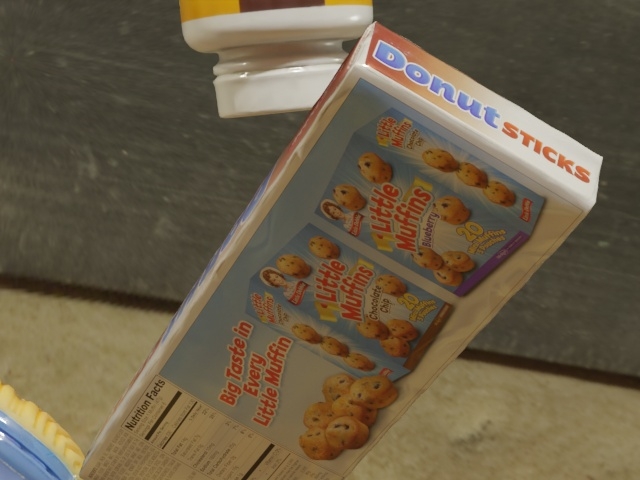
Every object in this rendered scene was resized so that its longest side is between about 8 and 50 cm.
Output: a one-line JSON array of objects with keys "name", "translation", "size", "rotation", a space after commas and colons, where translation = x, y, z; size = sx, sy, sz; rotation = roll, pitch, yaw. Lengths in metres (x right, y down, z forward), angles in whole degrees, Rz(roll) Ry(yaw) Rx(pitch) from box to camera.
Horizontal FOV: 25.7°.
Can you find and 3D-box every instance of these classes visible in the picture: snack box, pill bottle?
[{"name": "snack box", "translation": [-0.004, 0.026, 0.371], "size": [0.064, 0.022, 0.178], "rotation": [30, 131, -7]}, {"name": "pill bottle", "translation": [-0.031, -0.185, 0.847], "size": [0.117, 0.117, 0.215], "rotation": [-7, 96, -11]}]

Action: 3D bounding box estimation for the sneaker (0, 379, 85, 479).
[{"name": "sneaker", "translation": [-0.223, 0.105, 0.499], "size": [0.296, 0.131, 0.112], "rotation": [1, 131, 22]}]
